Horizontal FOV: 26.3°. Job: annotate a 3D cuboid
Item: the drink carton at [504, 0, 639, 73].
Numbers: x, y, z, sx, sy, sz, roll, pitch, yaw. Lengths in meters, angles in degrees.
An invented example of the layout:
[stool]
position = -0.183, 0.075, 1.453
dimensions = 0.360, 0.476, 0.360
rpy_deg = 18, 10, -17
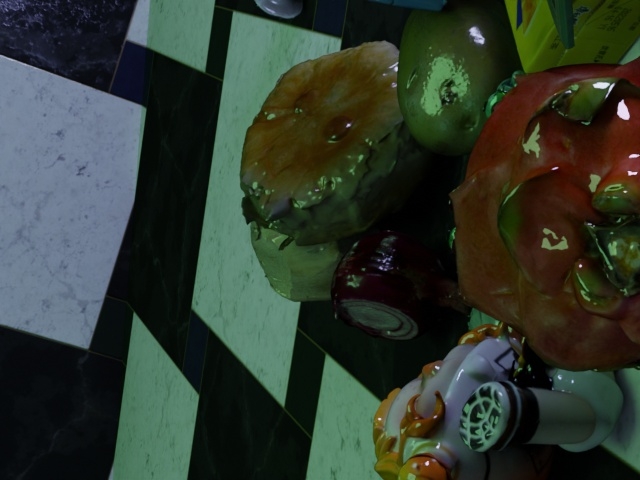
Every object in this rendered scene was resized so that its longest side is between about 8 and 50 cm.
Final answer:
[drink carton]
position = 0.267, -0.364, 1.540
dimensions = 0.154, 0.111, 0.351
rpy_deg = 123, 146, -51

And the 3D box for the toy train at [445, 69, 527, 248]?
[toy train]
position = 0.228, -0.071, 1.582
dimensions = 0.085, 0.119, 0.251
rpy_deg = -49, -26, -60

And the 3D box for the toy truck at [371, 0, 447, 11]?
[toy truck]
position = 0.115, -0.469, 1.589
dimensions = 0.162, 0.161, 0.385
rpy_deg = -108, 28, -61

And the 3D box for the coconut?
[coconut]
position = 0.001, 0.003, 2.068
dimensions = 0.194, 0.194, 0.194
rpy_deg = -175, 90, -69

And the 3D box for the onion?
[onion]
position = 0.119, 0.053, 1.817
dimensions = 0.198, 0.173, 0.135
rpy_deg = -4, 66, 25

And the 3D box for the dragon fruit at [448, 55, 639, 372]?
[dragon fruit]
position = 0.286, -0.018, 1.207
dimensions = 0.226, 0.305, 0.305
rpy_deg = 8, 93, 61

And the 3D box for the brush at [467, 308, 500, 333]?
[brush]
position = 0.230, 0.025, 1.679
dimensions = 0.085, 0.020, 0.336
rpy_deg = -124, 44, -58

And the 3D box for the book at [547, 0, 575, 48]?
[book]
position = 0.210, -0.350, 1.328
dimensions = 0.283, 0.025, 0.215
rpy_deg = 70, -173, -59

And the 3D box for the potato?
[potato]
position = 0.170, -0.220, 1.706
dimensions = 0.174, 0.159, 0.251
rpy_deg = -30, 36, 25

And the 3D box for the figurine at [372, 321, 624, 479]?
[figurine]
position = 0.183, 0.209, 1.523
dimensions = 0.320, 0.196, 0.323
rpy_deg = -46, 0, -43

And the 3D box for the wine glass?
[wine glass]
position = -0.014, -0.455, 2.301
dimensions = 0.309, 0.096, 0.264
rpy_deg = 121, 149, -47

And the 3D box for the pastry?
[pastry]
position = 0.033, -0.137, 1.930
dimensions = 0.329, 0.136, 0.330
rpy_deg = -21, 46, 23
